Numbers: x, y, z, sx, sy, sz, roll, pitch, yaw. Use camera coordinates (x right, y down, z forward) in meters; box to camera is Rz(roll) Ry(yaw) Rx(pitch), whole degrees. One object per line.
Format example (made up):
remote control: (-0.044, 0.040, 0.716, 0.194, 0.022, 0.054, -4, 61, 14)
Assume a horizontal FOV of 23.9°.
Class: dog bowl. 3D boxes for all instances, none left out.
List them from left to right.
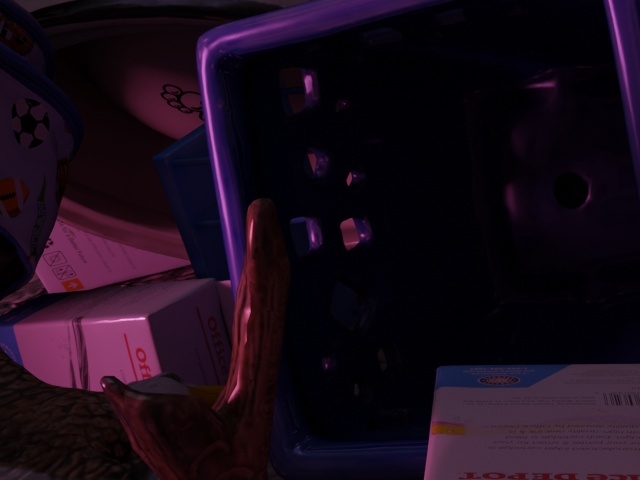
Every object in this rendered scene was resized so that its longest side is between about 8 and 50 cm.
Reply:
dog bowl: (-0.055, -0.120, 1.099, 0.408, 0.150, 0.408, 6, -22, 2)

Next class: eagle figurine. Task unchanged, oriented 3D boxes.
eagle figurine: (-0.131, 0.085, 0.602, 0.298, 0.226, 0.225, 13, -12, 35)

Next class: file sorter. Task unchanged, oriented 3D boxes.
file sorter: (0.000, 0.000, 0.902, 0.104, 0.170, 0.118, -2, 26, 39)

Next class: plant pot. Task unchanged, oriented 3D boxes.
plant pot: (0.102, -0.021, 0.766, 0.236, 0.236, 0.212, -7, 6, 33)

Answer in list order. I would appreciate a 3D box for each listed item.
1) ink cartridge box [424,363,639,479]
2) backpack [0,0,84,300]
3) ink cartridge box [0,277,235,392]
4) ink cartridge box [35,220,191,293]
ink cartridge box: (0.079, 0.101, 0.475, 0.092, 0.090, 0.143, 0, 13, 8)
backpack: (-0.262, -0.056, 0.870, 0.276, 0.213, 0.263, 22, -16, -29)
ink cartridge box: (-0.100, 0.081, 0.835, 0.180, 0.104, 0.060, -7, 13, 39)
ink cartridge box: (-0.158, -0.092, 1.352, 0.307, 0.304, 0.072, -15, 45, 7)
